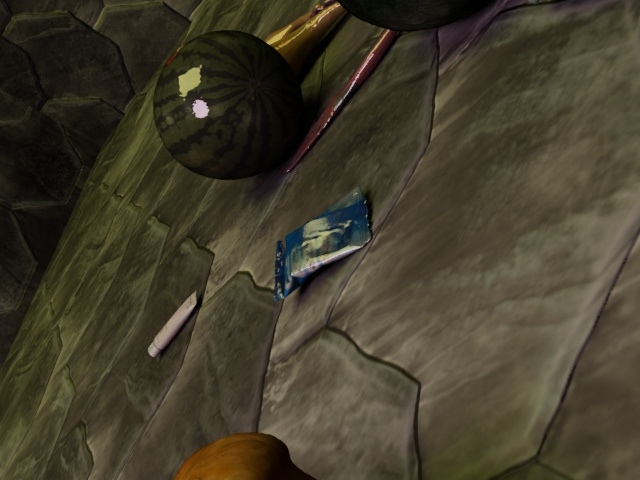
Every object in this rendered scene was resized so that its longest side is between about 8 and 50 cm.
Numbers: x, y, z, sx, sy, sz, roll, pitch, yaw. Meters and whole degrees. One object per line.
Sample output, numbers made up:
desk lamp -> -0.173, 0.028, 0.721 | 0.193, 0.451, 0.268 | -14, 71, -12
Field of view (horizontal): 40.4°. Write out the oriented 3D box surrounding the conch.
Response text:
conch -> -0.054, -0.283, 1.355 | 0.330, 0.093, 0.109 | -28, 14, 20

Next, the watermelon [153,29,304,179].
watermelon -> -0.128, -0.185, 1.200 | 0.212, 0.212, 0.212 | -47, 24, 29

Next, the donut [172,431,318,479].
donut -> -0.074, 0.266, 0.451 | 0.317, 0.150, 0.299 | -65, -6, 31

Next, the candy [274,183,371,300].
candy -> 0.000, 0.000, 0.902 | 0.136, 0.038, 0.088 | -34, 34, 30

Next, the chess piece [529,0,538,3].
chess piece -> 0.230, -0.270, 0.625 | 0.176, 0.175, 0.298 | -59, 8, 2

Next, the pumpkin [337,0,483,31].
pumpkin -> 0.114, -0.357, 0.878 | 0.300, 0.207, 0.300 | -170, 90, -71

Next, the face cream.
face cream -> -0.206, 0.119, 1.232 | 0.115, 0.020, 0.038 | -49, 22, 18

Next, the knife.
knife -> 0.024, -0.182, 1.117 | 0.247, 0.018, 0.035 | -50, 25, 25
